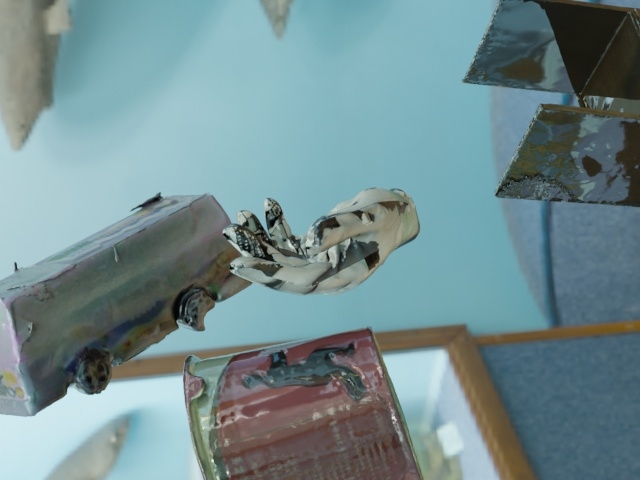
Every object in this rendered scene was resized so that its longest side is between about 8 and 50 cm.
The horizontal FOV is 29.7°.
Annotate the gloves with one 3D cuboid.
[{"bbox_3d":[0.000,0.007,1.181,0.127,0.212,0.111,18,126,45],"label":"gloves"}]

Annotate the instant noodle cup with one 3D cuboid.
[{"bbox_3d":[-0.008,0.191,1.119,0.235,0.178,0.234,-18,-90,-88],"label":"instant noodle cup"}]

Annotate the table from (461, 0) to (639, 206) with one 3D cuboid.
[{"bbox_3d":[0.388,-0.205,1.758,0.196,0.282,0.250,113,156,-49],"label":"table"}]

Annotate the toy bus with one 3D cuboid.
[{"bbox_3d":[-0.216,0.059,1.238,0.112,0.317,0.138,-2,111,41],"label":"toy bus"}]
